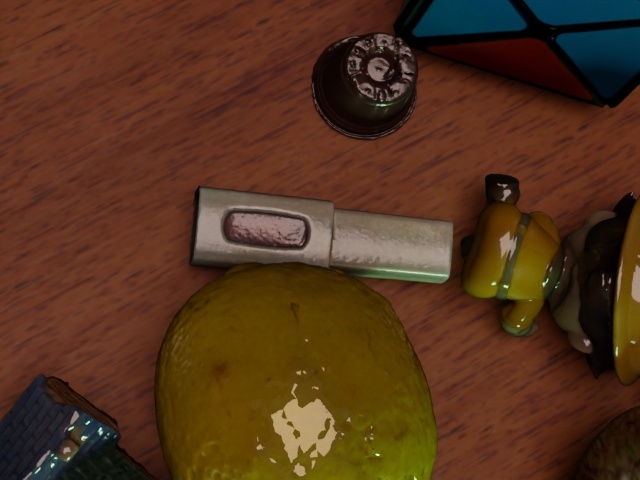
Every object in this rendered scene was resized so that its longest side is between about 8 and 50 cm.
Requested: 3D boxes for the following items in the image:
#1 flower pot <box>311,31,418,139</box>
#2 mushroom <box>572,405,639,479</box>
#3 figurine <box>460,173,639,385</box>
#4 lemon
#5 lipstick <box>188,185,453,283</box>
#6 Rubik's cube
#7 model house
[{"bbox_3d":[0.051,-0.161,1.374,0.111,0.089,0.111,1,84,-9],"label":"flower pot"},{"bbox_3d":[0.365,0.297,1.302,0.263,0.195,0.283,-27,64,27],"label":"mushroom"},{"bbox_3d":[0.266,0.038,1.348,0.257,0.167,0.192,10,96,-5],"label":"figurine"},{"bbox_3d":[-0.025,0.154,1.247,0.261,0.260,0.284,7,64,-8],"label":"lemon"},{"bbox_3d":[0.000,0.000,1.355,0.253,0.077,0.079,7,83,-9],"label":"lipstick"},{"bbox_3d":[0.234,-0.304,1.329,0.246,0.248,0.250,17,74,-7],"label":"Rubik's cube"},{"bbox_3d":[-0.227,0.233,1.248,0.183,0.172,0.166,37,79,-4],"label":"model house"}]
